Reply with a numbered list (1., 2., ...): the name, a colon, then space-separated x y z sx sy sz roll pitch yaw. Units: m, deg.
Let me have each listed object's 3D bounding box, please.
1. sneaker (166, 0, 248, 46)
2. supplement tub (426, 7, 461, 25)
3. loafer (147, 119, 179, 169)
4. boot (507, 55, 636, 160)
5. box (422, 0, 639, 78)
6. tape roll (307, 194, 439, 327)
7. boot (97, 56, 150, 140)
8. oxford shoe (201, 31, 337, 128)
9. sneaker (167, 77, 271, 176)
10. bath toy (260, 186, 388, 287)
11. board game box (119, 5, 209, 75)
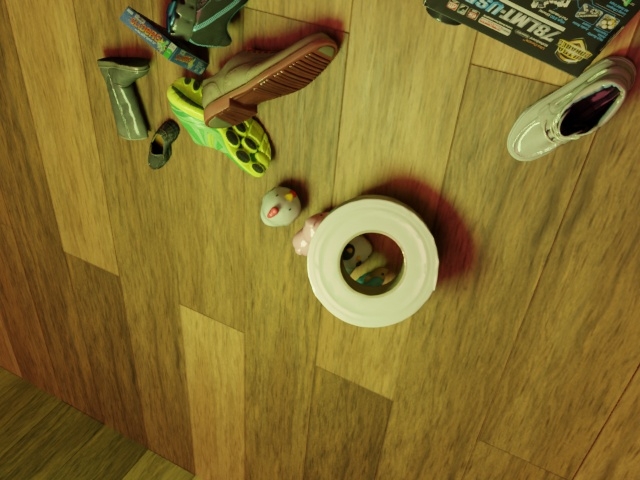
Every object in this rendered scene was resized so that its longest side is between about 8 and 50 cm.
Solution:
1. sneaker: -0.196 -0.550 1.236 0.140 0.125 0.340 10 126 -30
2. supplement tub: 0.240 -0.457 1.012 0.106 0.106 0.198 31 134 10
3. loafer: -0.425 -0.242 1.624 0.062 0.061 0.170 37 135 3
4. boot: 0.413 -0.207 1.068 0.095 0.123 0.258 43 134 -2
5. box: 0.347 -0.416 0.899 0.296 0.073 0.293 21 140 -11
6. tape roll: 0.116 0.043 1.365 0.286 0.100 0.286 1 99 5
7. boot: -0.477 -0.353 1.569 0.190 0.076 0.208 18 124 39
8. oxford shoe: -0.126 -0.363 1.309 0.348 0.123 0.130 -22 76 26
9. sneaker: -0.236 -0.265 1.477 0.295 0.109 0.123 42 159 -4
10. bath toy: 0.000 0.000 1.483 0.348 0.129 0.151 42 100 -1
11. board game box: -0.333 -0.427 1.347 0.136 0.201 0.035 39 100 1
